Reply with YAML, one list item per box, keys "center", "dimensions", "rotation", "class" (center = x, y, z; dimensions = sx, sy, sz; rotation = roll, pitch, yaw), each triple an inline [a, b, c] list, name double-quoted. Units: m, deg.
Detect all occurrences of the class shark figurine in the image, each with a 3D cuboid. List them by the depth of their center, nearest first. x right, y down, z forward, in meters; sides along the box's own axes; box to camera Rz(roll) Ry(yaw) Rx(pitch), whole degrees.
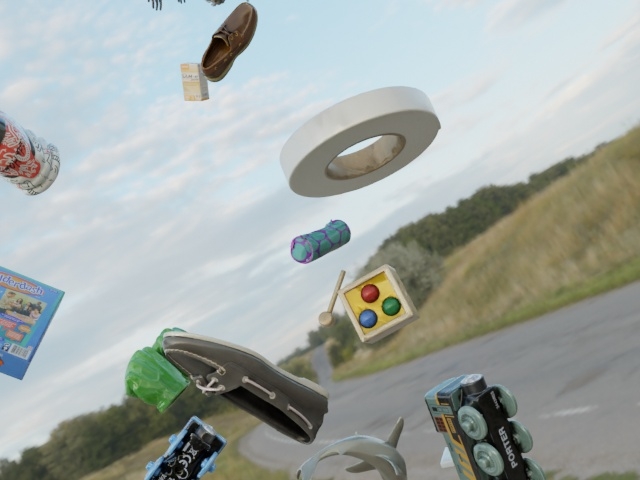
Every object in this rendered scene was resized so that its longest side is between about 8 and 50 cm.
- center: [0.092, 0.422, 1.548]
  dimensions: [0.278, 0.116, 0.166]
  rotation: [17, -80, -33]
  class: "shark figurine"

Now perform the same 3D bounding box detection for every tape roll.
- center: [0.095, -0.225, 1.934]
  dimensions: [0.392, 0.072, 0.392]
  rotation: [-19, -18, -7]
  class: "tape roll"

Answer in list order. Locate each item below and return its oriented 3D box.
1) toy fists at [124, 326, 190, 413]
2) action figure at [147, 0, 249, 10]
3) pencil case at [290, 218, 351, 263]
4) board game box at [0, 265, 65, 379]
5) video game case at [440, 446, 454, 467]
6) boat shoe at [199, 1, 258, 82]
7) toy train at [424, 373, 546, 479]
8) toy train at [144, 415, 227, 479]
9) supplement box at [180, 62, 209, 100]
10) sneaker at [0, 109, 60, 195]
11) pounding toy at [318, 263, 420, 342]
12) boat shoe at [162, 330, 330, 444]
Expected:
- center: [-0.361, 0.296, 1.920]
  dimensions: [0.096, 0.142, 0.279]
  rotation: [-51, -4, 27]
  class: "toy fists"
- center: [-0.169, -0.477, 1.416]
  dimensions: [0.276, 0.141, 0.164]
  rotation: [-12, 9, 36]
  class: "action figure"
- center: [0.000, 0.000, 1.806]
  dimensions: [0.152, 0.070, 0.064]
  rotation: [-24, -33, -48]
  class: "pencil case"
- center: [-0.547, 0.131, 1.396]
  dimensions: [0.047, 0.160, 0.210]
  rotation: [-60, 14, 27]
  class: "board game box"
- center: [0.364, 0.506, 1.952]
  dimensions: [0.143, 0.019, 0.157]
  rotation: [-15, -4, 12]
  class: "video game case"
- center: [-0.185, -0.405, 1.649]
  dimensions: [0.178, 0.064, 0.060]
  rotation: [-58, -12, 0]
  class: "boat shoe"
- center: [0.352, 0.440, 1.757]
  dimensions: [0.142, 0.334, 0.190]
  rotation: [-27, 8, -31]
  class: "toy train"
- center: [-0.208, 0.336, 1.164]
  dimensions: [0.184, 0.080, 0.105]
  rotation: [-54, -1, -2]
  class: "toy train"
- center: [-0.332, -0.419, 2.154]
  dimensions: [0.062, 0.098, 0.036]
  rotation: [7, 21, 31]
  class: "supplement box"
- center: [-0.465, -0.145, 1.150]
  dimensions: [0.090, 0.270, 0.145]
  rotation: [-55, -45, -3]
  class: "sneaker"
- center: [0.081, 0.136, 1.795]
  dimensions: [0.206, 0.181, 0.094]
  rotation: [-30, -16, 11]
  class: "pounding toy"
- center: [-0.119, 0.246, 1.346]
  dimensions: [0.335, 0.095, 0.112]
  rotation: [30, -30, -31]
  class: "boat shoe"
